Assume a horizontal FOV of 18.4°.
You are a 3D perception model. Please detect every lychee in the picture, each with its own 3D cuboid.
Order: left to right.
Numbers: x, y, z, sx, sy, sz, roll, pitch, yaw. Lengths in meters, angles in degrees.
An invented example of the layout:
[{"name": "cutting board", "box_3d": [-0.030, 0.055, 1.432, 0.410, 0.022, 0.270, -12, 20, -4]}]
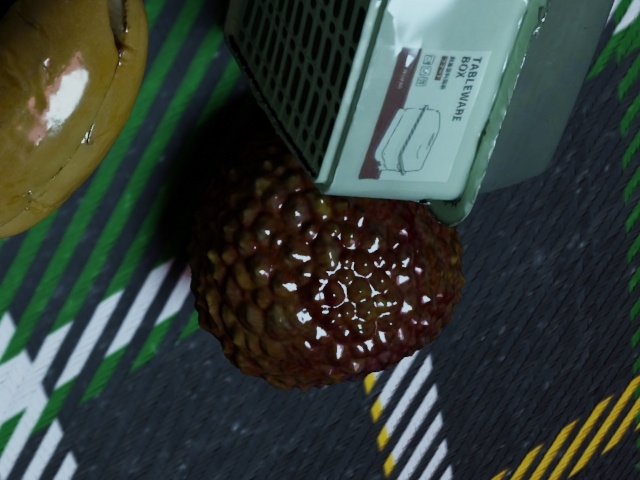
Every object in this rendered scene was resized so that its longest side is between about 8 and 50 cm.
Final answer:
[{"name": "lychee", "box_3d": [0.000, 0.000, 1.305, 0.188, 0.188, 0.188, -26, 140, -24]}]

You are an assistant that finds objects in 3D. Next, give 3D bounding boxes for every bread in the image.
[{"name": "bread", "box_3d": [-0.162, -0.075, 1.151, 0.114, 0.077, 0.189, 18, 115, -46]}]

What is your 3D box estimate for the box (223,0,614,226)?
[{"name": "box", "box_3d": [0.065, -0.175, 1.150, 0.166, 0.220, 0.290, -3, 129, -26]}]
